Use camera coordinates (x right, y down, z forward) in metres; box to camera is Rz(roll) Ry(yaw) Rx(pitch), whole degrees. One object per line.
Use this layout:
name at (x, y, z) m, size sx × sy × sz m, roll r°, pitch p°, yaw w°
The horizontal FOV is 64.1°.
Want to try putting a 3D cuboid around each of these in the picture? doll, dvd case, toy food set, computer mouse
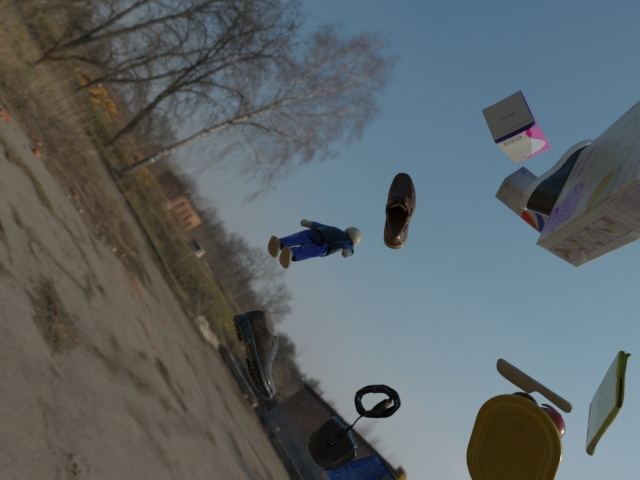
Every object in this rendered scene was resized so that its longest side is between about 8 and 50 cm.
doll at (0.000, 0.000, 0.921) m, size 0.129 × 0.189 × 0.046 m, roll 40°, pitch -51°, yaw 40°
dvd case at (0.137, 0.632, 1.211) m, size 0.253 × 0.181 × 0.022 m, roll 47°, pitch -55°, yaw 44°
toy food set at (0.303, 0.293, 0.764) m, size 0.128 × 0.071 × 0.217 m, roll 24°, pitch -72°, yaw 41°
computer mouse at (0.041, 0.285, 0.767) m, size 0.071 × 0.041 × 0.242 m, roll 51°, pitch -48°, yaw 22°

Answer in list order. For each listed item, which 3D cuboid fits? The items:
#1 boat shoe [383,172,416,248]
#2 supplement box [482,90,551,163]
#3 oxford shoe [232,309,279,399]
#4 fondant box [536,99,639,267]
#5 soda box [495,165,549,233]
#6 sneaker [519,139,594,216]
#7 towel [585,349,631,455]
boat shoe at (0.174, -0.072, 1.115) m, size 0.060 × 0.064 × 0.177 m, roll 70°, pitch 29°, yaw -68°
supplement box at (0.554, -0.310, 1.435) m, size 0.220 × 0.111 × 0.113 m, roll 17°, pitch 54°, yaw -54°
oxford shoe at (-0.136, 0.278, 1.246) m, size 0.083 × 0.096 × 0.227 m, roll 3°, pitch -73°, yaw 58°
fondant box at (0.516, -0.110, 0.862) m, size 0.096 × 0.238 × 0.330 m, roll 30°, pitch -14°, yaw 9°
soda box at (0.686, -0.095, 1.568) m, size 0.286 × 0.098 × 0.091 m, roll 46°, pitch -28°, yaw 24°
sneaker at (0.627, -0.133, 1.232) m, size 0.147 × 0.296 × 0.104 m, roll 37°, pitch -29°, yaw 32°
towel at (0.486, 0.283, 0.867) m, size 0.021 × 0.102 × 0.237 m, roll 10°, pitch -34°, yaw 22°
